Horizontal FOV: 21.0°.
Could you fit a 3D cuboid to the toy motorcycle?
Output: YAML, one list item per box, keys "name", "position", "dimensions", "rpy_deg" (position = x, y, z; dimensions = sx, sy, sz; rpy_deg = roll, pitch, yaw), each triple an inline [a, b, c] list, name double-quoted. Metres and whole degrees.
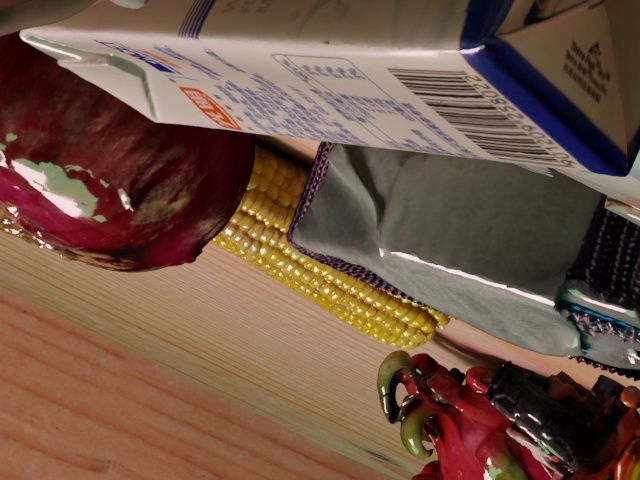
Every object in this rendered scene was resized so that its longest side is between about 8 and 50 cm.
- name: "toy motorcycle"
  position: [0.228, 0.172, 1.146]
  dimensions: [0.298, 0.089, 0.171]
  rpy_deg: [39, 179, -41]

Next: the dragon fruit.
- name: "dragon fruit"
  position: [0.184, 0.223, 1.788]
  dimensions: [0.273, 0.218, 0.198]
  rpy_deg: [25, 132, 15]

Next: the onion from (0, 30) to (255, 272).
- name: "onion"
  position: [-0.145, -0.089, 1.021]
  dimensions: [0.246, 0.190, 0.246]
  rpy_deg: [42, 172, 7]

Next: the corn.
- name: "corn"
  position: [0.000, 0.000, 1.358]
  dimensions: [0.244, 0.093, 0.093]
  rpy_deg: [32, 166, -19]

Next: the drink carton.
- name: "drink carton"
  position: [0.009, -0.115, 0.750]
  dimensions: [0.315, 0.130, 0.106]
  rpy_deg: [9, 160, 48]

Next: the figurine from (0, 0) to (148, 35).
- name: "figurine"
  position: [-0.096, -0.190, 0.515]
  dimensions: [0.248, 0.203, 0.380]
  rpy_deg: [21, 158, -24]

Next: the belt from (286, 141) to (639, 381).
- name: "belt"
  position: [0.134, 0.008, 1.088]
  dimensions: [0.325, 0.122, 0.260]
  rpy_deg: [19, 175, 29]

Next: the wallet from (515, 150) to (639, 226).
- name: "wallet"
  position: [0.185, -0.036, 0.833]
  dimensions: [0.250, 0.075, 0.176]
  rpy_deg: [26, 179, 6]
